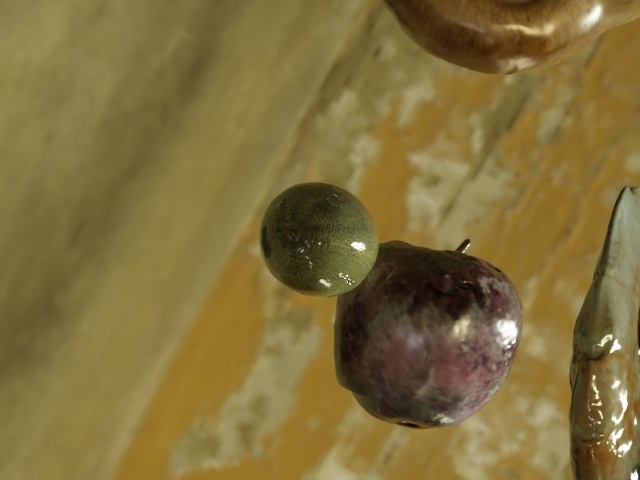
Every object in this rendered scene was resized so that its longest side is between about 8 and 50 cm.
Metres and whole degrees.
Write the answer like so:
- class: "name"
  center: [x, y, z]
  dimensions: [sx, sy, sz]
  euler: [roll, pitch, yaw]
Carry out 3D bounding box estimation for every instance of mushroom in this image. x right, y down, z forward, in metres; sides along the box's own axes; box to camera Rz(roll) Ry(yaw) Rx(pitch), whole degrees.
- class: "mushroom"
  center: [0.162, -0.254, 1.540]
  dimensions: [0.278, 0.278, 0.146]
  euler: [-55, 173, -23]

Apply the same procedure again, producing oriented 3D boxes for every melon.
- class: "melon"
  center: [0.000, 0.000, 1.658]
  dimensions: [0.098, 0.098, 0.130]
  euler: [-61, 155, 5]

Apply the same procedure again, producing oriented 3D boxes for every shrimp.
- class: "shrimp"
  center: [0.234, 0.074, 1.422]
  dimensions: [0.360, 0.085, 0.247]
  euler: [-29, 119, -66]

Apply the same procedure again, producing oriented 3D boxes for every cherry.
- class: "cherry"
  center: [0.104, 0.094, 1.928]
  dimensions: [0.195, 0.195, 0.195]
  euler: [-56, 169, -17]
